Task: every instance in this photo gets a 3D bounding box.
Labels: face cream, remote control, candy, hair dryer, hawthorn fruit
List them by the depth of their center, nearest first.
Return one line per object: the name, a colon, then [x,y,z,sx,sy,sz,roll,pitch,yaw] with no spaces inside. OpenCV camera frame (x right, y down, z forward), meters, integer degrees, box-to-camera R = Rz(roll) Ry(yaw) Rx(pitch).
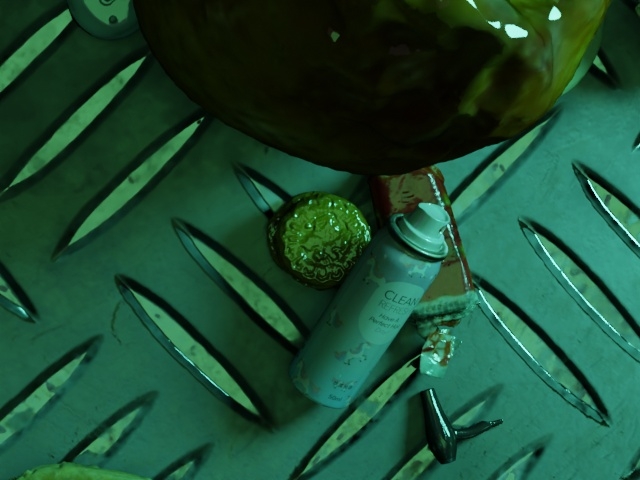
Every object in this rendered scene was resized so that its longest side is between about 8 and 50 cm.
hawthorn fruit: [0.048,-0.274,1.598,0.471,0.472,0.472,0,94,-5]
face cream: [0.053,0.059,1.775,0.075,0.075,0.229,29,115,-6]
remote control: [-0.147,-0.290,1.791,0.244,0.047,0.087,-39,99,0]
candy: [0.102,-0.003,1.824,0.086,0.059,0.292,-13,94,-3]
hair dryer: [0.146,0.185,1.862,0.083,0.031,0.079,-13,86,-18]

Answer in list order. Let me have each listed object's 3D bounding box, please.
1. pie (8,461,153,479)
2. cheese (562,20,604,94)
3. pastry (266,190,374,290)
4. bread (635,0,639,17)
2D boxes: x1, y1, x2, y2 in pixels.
pie: [-0.227,0.385,1.814,0.339,0.083,0.339,0,94,-8]
cheese: [0.230,-0.259,1.817,0.137,0.064,0.227,16,91,-7]
pastry: [0.000,0.000,1.816,0.109,0.057,0.097,18,90,-7]
bread: [0.461,-0.300,1.781,0.192,0.171,0.314,31,95,-26]
